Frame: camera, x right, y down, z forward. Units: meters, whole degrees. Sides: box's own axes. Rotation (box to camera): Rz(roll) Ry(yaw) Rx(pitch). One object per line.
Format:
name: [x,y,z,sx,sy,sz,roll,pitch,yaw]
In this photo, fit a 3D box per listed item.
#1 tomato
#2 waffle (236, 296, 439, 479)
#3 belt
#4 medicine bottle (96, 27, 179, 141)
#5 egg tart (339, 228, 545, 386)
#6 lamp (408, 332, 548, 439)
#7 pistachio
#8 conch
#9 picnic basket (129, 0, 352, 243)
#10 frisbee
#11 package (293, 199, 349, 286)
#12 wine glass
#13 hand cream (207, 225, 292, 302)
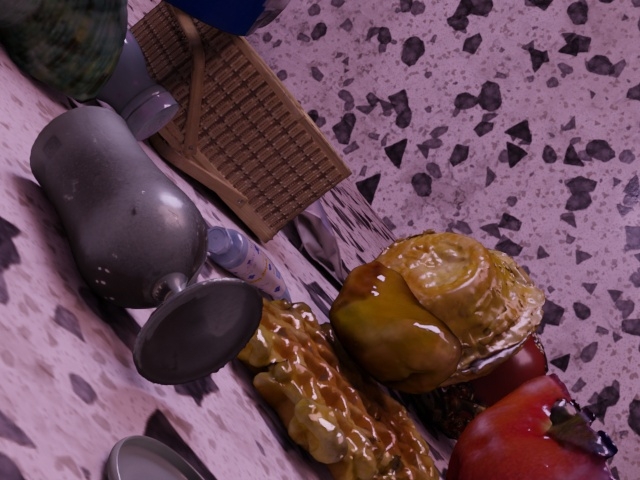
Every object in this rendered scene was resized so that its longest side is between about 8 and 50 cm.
tomato: [0.242,0.319,1.099,0.335,0.176,0.290,-102,170,-74]
waffle: [0.022,0.168,1.004,0.281,0.058,0.301,51,9,26]
belt: [-0.138,-0.342,1.151,0.212,0.117,0.347,42,14,8]
medicine bottle: [-0.259,-0.219,1.186,0.217,0.090,0.090,50,8,3]
egg tart: [0.153,0.073,1.362,0.295,0.294,0.116,-119,-167,-56]
lamp: [0.233,0.189,1.469,0.227,0.227,0.227,47,8,-9]
pistachio: [0.073,0.099,1.061,0.189,0.100,0.110,44,-19,49]
conch: [-0.287,-0.253,1.057,0.188,0.176,0.122,23,-19,-24]
picnic basket: [-0.135,-0.177,1.388,0.313,0.175,0.228,48,6,-38]
frisbee: [-0.086,0.162,0.600,0.110,0.014,0.110,47,9,-10]
package: [0.000,0.000,1.709,0.251,0.062,0.204,60,4,-18]
wine glass: [-0.142,-0.006,0.772,0.231,0.103,0.103,52,8,35]
hand cream: [-0.083,0.026,1.162,0.065,0.043,0.170,54,5,29]
